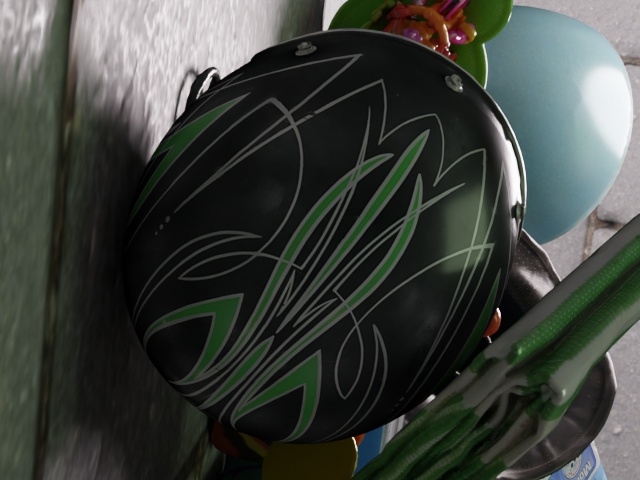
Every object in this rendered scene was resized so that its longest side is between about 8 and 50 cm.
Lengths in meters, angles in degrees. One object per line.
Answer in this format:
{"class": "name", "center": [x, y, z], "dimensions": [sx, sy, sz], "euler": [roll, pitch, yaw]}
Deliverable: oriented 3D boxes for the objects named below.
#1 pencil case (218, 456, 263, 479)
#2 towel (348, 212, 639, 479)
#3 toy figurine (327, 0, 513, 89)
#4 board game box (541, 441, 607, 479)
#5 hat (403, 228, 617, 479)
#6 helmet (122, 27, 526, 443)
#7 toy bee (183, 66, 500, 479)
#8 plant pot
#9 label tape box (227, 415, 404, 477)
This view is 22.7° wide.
{"class": "pencil case", "center": [-0.043, 0.180, 0.959], "dimensions": [0.152, 0.064, 0.070], "euler": [-64, 160, -71]}
{"class": "towel", "center": [0.039, 0.112, 0.730], "dimensions": [0.325, 0.038, 0.248], "euler": [-49, 171, 33]}
{"class": "toy figurine", "center": [0.050, -0.119, 1.122], "dimensions": [0.173, 0.130, 0.159], "euler": [-45, 180, 29]}
{"class": "board game box", "center": [0.185, 0.362, 1.513], "dimensions": [0.308, 0.086, 0.302], "euler": [-49, 130, -36]}
{"class": "hat", "center": [0.110, 0.111, 1.484], "dimensions": [0.134, 0.331, 0.331], "euler": [-49, -162, 41]}
{"class": "helmet", "center": [0.000, 0.000, 0.651], "dimensions": [0.161, 0.169, 0.169], "euler": [180, -81, -81]}
{"class": "toy bee", "center": [0.012, 0.049, 0.853], "dimensions": [0.298, 0.162, 0.195], "euler": [75, 26, -75]}
{"class": "plant pot", "center": [0.184, -0.151, 1.838], "dimensions": [0.195, 0.290, 0.290], "euler": [19, 77, -46]}
{"class": "label tape box", "center": [0.014, 0.101, 1.185], "dimensions": [0.334, 0.105, 0.241], "euler": [-61, 159, -72]}
